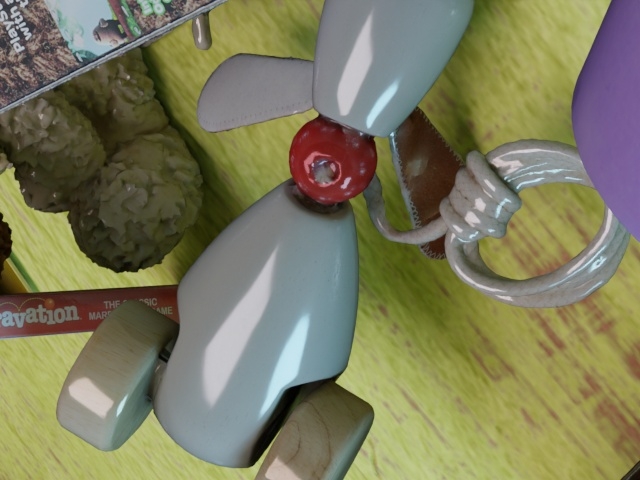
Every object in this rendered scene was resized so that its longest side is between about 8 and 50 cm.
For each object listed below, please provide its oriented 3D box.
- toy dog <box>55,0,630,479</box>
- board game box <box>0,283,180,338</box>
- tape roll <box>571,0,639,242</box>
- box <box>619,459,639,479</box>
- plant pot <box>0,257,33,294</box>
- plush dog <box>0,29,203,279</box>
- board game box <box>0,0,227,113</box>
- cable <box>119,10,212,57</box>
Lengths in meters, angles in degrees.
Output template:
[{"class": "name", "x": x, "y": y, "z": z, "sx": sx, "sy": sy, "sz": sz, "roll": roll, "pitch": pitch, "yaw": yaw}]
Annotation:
[{"class": "toy dog", "x": 0.000, "y": 0.000, "z": 0.865, "sx": 0.220, "sy": 0.161, "sz": 0.334, "roll": 46, "pitch": 109, "yaw": -1}, {"class": "board game box", "x": -0.156, "y": 0.044, "z": 0.967, "sx": 0.145, "sy": 0.281, "sz": 0.027, "roll": -5, "pitch": 88, "yaw": 48}, {"class": "tape roll", "x": 0.196, "y": -0.054, "z": 0.595, "sx": 0.189, "sy": 0.189, "sz": 0.080, "roll": 39, "pitch": 138, "yaw": 20}, {"class": "box", "x": 0.193, "y": 0.210, "z": 0.801, "sx": 0.168, "sy": 0.167, "sz": 0.203, "roll": 41, "pitch": 139, "yaw": 17}, {"class": "plant pot", "x": -0.289, "y": 0.043, "z": 1.254, "sx": 0.081, "sy": 0.081, "sz": 0.083, "roll": 56, "pitch": 152, "yaw": 0}, {"class": "plush dog", "x": -0.229, "y": -0.080, "z": 0.983, "sx": 0.262, "sy": 0.225, "sz": 0.210, "roll": 26, "pitch": 133, "yaw": 32}, {"class": "board game box", "x": -0.091, "y": -0.220, "z": 0.750, "sx": 0.291, "sy": 0.141, "sz": 0.232, "roll": -20, "pitch": 101, "yaw": 33}, {"class": "cable", "x": -0.097, "y": -0.239, "z": 0.858, "sx": 0.139, "sy": 0.072, "sz": 0.287, "roll": 11, "pitch": 124, "yaw": 28}]
